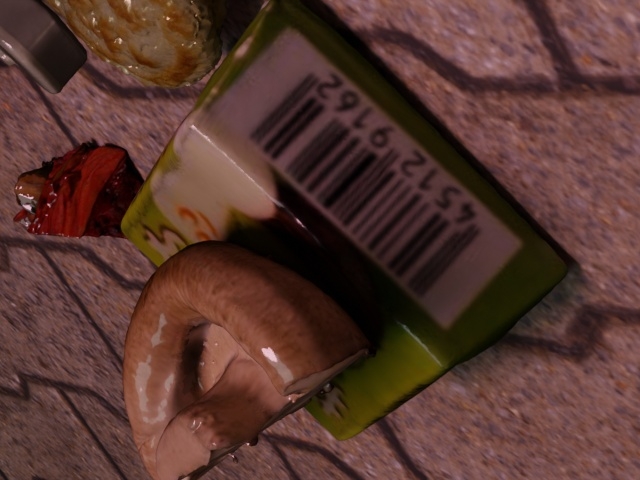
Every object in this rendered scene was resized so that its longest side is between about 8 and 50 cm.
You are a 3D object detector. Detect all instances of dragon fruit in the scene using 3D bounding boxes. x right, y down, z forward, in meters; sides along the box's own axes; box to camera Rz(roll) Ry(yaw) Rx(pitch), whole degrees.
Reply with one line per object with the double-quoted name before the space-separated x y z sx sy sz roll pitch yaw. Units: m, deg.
"dragon fruit" -0.235 -0.050 1.817 0.192 0.122 0.092 4 92 60

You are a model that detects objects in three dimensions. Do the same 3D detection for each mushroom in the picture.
"mushroom" -0.078 0.083 1.349 0.151 0.156 0.286 54 142 6

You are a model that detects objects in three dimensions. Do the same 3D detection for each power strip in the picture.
"power strip" -0.310 -0.225 1.590 0.265 0.059 0.193 41 176 14

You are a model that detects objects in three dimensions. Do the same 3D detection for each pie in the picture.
"pie" -0.163 -0.225 1.398 0.248 0.090 0.201 46 153 5

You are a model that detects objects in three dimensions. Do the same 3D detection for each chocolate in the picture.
"chocolate" 0.000 0.000 1.417 0.301 0.137 0.289 45 155 1
